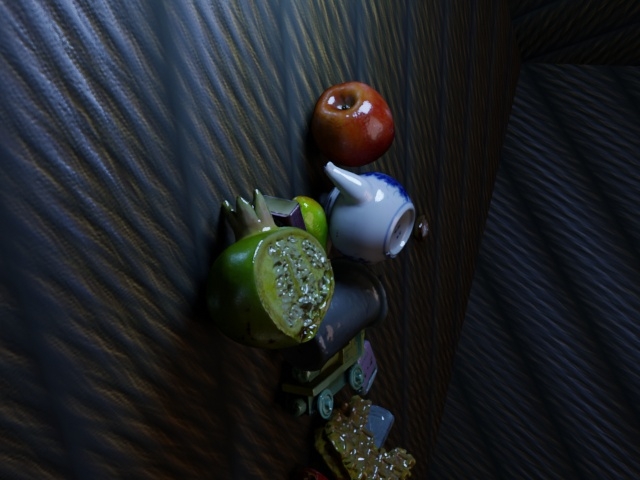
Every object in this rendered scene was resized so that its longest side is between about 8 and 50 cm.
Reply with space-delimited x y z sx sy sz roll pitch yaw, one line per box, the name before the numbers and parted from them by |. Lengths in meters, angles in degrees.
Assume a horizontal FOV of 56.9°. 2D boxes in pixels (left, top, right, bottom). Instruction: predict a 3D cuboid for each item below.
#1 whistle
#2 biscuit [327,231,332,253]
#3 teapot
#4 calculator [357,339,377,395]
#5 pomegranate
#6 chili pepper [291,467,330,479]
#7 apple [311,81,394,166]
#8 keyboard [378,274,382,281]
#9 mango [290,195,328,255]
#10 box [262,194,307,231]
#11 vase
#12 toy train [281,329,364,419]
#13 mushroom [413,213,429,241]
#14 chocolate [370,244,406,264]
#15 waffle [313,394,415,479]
whistle | 0.130 0.769 2.112 0.405 0.168 0.188 -66 151 -23
biscuit | 0.000 0.000 1.737 0.152 0.020 0.152 -34 129 -56
teapot | 0.108 -0.072 1.638 0.252 0.280 0.424 -56 151 -18
calculator | 0.158 0.473 2.190 0.141 0.045 0.246 -59 148 -33
pomegranate | -0.140 0.074 1.320 0.310 0.216 0.358 -25 91 -53
chili pepper | 0.034 0.867 1.894 0.338 0.134 0.131 56 36 -25
apple | 0.085 -0.307 1.575 0.218 0.218 0.201 -65 152 -24
keyboard | 0.182 0.179 2.156 0.196 0.015 0.074 -18 116 -59
mango | -0.032 -0.028 1.570 0.125 0.111 0.233 -57 145 -26
box | -0.086 -0.003 1.468 0.069 0.120 0.224 -53 144 -37
vase | 0.017 0.209 1.646 0.291 0.245 0.245 -34 129 -46
toy train | 0.012 0.385 1.781 0.369 0.150 0.237 -23 112 -58
mushroom | 0.423 -0.054 2.488 0.123 0.052 0.123 5 90 -68
chocolate | 0.157 0.003 1.907 0.147 0.221 0.221 -52 151 3
waffle | 0.139 0.684 1.946 0.261 0.324 0.151 -29 158 -38
